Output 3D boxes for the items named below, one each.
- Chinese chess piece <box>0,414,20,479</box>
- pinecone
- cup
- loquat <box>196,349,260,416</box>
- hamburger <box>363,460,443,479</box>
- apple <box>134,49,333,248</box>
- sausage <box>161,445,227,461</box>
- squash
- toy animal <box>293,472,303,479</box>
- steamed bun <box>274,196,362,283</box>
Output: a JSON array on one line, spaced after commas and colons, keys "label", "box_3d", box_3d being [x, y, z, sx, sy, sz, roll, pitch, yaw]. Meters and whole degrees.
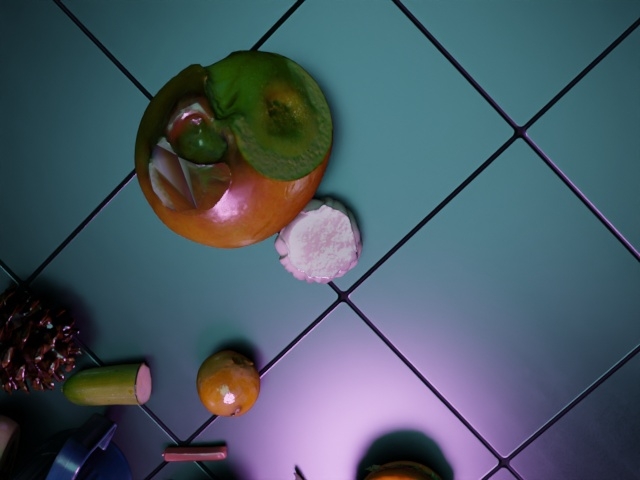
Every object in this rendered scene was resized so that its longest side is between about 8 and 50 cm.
[{"label": "Chinese chess piece", "box_3d": [-0.729, 0.496, 1.785, 0.104, 0.257, 0.257, 16, 100, -8]}, {"label": "pinecone", "box_3d": [-0.643, 0.214, 1.758, 0.272, 0.224, 0.224, 22, 100, -2]}, {"label": "cup", "box_3d": [-0.533, 0.549, 1.758, 0.308, 0.292, 0.242, -32, 94, 10]}, {"label": "loquat", "box_3d": [-0.193, 0.303, 1.770, 0.141, 0.141, 0.141, 1, 99, 5]}, {"label": "hamburger", "box_3d": [0.168, 0.578, 1.758, 0.246, 0.170, 0.246, 0, 92, 15]}, {"label": "apple", "box_3d": [-0.171, -0.177, 1.574, 0.374, 0.374, 0.384, 23, 104, 1]}, {"label": "sausage", "box_3d": [-0.278, 0.472, 1.853, 0.147, 0.035, 0.030, -3, 67, 8]}, {"label": "squash", "box_3d": [-0.470, 0.315, 1.822, 0.188, 0.095, 0.095, -3, 98, 11]}, {"label": "toy animal", "box_3d": [-0.052, 0.641, 1.828, 0.155, 0.095, 0.219, 33, 101, 4]}, {"label": "steamed bun", "box_3d": [0.000, 0.000, 1.719, 0.183, 0.106, 0.183, 0, 104, -2]}]
